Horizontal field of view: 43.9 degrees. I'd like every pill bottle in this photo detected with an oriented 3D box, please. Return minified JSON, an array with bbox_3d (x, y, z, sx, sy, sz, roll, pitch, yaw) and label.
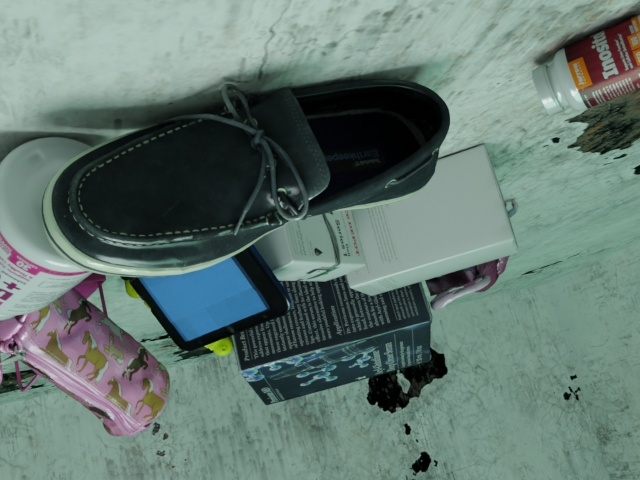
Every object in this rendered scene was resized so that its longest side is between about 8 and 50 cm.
[{"bbox_3d":[-0.362,0.000,0.976,0.160,0.160,0.283,-3,163,-41],"label":"pill bottle"},{"bbox_3d":[0.353,-0.218,1.009,0.152,0.086,0.086,-22,165,26],"label":"pill bottle"}]

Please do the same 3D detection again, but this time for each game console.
[{"bbox_3d":[-0.234,0.063,1.147,0.250,0.173,0.293,0,161,-45],"label":"game console"}]

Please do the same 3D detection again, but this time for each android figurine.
[{"bbox_3d":[-0.274,0.141,1.559,0.056,0.248,0.273,-53,-160,-1],"label":"android figurine"}]

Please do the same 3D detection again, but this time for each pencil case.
[{"bbox_3d":[-0.407,0.189,1.327,0.160,0.167,0.386,9,151,34],"label":"pencil case"}]

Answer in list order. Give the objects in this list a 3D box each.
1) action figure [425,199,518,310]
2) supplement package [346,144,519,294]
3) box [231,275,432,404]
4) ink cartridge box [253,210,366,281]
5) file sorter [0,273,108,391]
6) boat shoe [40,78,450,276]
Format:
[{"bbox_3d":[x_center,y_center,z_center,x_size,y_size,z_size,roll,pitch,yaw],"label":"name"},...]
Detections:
[{"bbox_3d":[0.345,0.038,1.733,0.248,0.275,0.370,-24,151,13],"label":"action figure"},{"bbox_3d":[0.188,-0.027,1.431,0.293,0.177,0.175,-17,166,14],"label":"supplement package"},{"bbox_3d":[0.022,0.174,1.695,0.396,0.211,0.293,-15,155,1],"label":"box"},{"bbox_3d":[-0.034,-0.023,1.246,0.093,0.160,0.219,-22,166,30],"label":"ink cartridge box"},{"bbox_3d":[-0.560,0.185,1.495,0.291,0.182,0.202,-6,164,-33],"label":"file sorter"},{"bbox_3d":[-0.064,-0.090,0.907,0.501,0.186,0.156,-14,163,-26],"label":"boat shoe"}]
